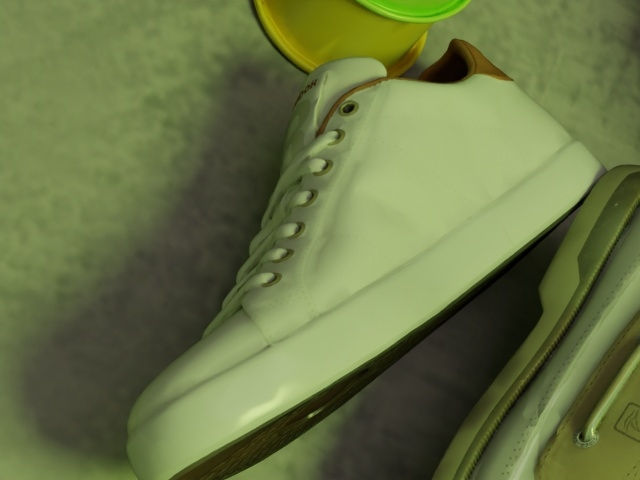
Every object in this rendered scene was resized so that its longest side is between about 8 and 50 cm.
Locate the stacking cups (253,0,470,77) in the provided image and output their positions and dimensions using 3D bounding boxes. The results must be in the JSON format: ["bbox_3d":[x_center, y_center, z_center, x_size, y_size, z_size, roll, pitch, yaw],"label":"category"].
[{"bbox_3d":[0.067,-0.177,0.700,0.096,0.316,0.096,9,64,-20],"label":"stacking cups"}]

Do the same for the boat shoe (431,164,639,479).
[{"bbox_3d":[0.124,0.098,0.698,0.113,0.103,0.302,49,59,-46],"label":"boat shoe"}]

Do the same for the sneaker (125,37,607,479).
[{"bbox_3d":[0.000,0.000,0.724,0.123,0.106,0.290,50,46,5],"label":"sneaker"}]
